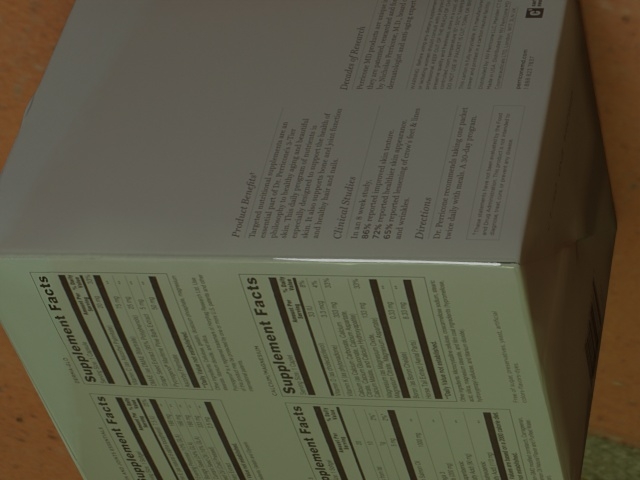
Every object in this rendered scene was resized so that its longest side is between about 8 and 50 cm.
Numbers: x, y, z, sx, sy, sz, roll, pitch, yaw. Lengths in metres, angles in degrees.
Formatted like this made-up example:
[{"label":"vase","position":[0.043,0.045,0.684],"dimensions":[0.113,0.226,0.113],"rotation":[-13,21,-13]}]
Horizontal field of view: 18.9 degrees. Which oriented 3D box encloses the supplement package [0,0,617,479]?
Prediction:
[{"label":"supplement package","position":[0.000,0.000,0.976],"dimensions":[0.263,0.199,0.198],"rotation":[1,138,18]}]
